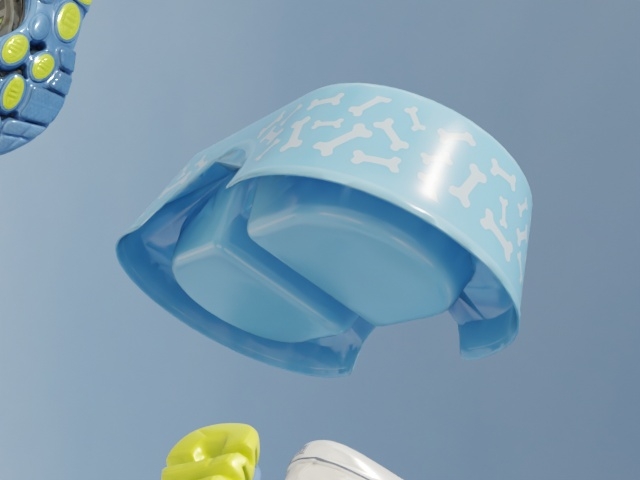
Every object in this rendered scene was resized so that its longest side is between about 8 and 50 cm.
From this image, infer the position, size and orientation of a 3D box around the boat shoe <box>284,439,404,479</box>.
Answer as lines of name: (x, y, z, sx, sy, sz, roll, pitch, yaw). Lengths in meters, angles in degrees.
boat shoe: (0.080, 0.268, 0.978, 0.258, 0.084, 0.095, 24, -50, 6)

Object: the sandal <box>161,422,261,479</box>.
sandal: (-0.116, 0.307, 1.060, 0.126, 0.317, 0.138, -11, -68, 27)

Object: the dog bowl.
dog bowl: (0.000, 0.000, 0.648, 0.297, 0.166, 0.074, -18, -139, 57)

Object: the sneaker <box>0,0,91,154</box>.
sneaker: (-0.208, -0.127, 0.775, 0.078, 0.067, 0.188, -19, -134, 37)
